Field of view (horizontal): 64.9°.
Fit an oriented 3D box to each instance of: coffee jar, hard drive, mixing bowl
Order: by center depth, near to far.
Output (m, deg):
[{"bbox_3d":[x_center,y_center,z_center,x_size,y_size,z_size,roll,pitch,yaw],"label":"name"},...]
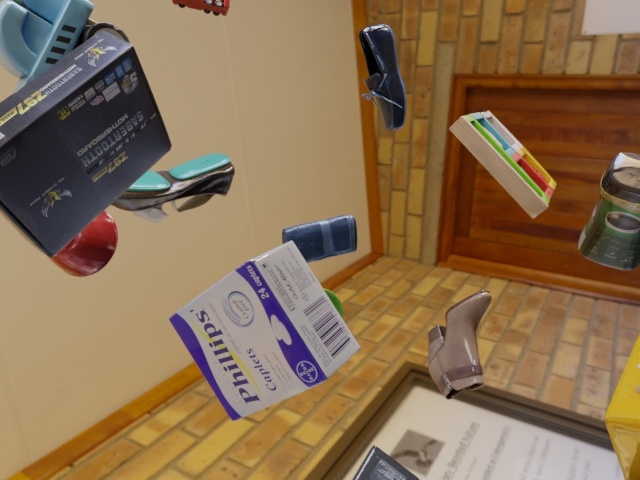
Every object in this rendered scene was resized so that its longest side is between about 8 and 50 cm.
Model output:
[{"bbox_3d":[0.455,-0.042,0.748,0.079,0.096,0.184,-53,-30,-28],"label":"coffee jar"},{"bbox_3d":[0.095,0.400,0.799,0.135,0.094,0.022,-31,-29,-58],"label":"hard drive"},{"bbox_3d":[-0.592,-0.010,1.200,0.098,0.182,0.181,50,-125,-74],"label":"mixing bowl"}]

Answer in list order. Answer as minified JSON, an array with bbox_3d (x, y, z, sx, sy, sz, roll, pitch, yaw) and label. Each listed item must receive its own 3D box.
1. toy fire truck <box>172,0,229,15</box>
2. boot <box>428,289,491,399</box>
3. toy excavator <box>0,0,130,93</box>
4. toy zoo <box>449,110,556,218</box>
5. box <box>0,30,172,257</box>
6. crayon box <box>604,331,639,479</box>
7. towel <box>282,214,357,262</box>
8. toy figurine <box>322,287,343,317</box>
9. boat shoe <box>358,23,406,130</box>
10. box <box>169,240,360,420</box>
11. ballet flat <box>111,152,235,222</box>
[{"bbox_3d":[-0.276,-0.649,1.282,0.192,0.047,0.135,4,-99,-20],"label":"toy fire truck"},{"bbox_3d":[0.165,0.122,0.570,0.118,0.042,0.086,-57,33,42],"label":"boot"},{"bbox_3d":[-0.674,-0.539,1.148,0.445,0.222,0.432,27,-95,-41],"label":"toy excavator"},{"bbox_3d":[0.334,-0.148,0.888,0.030,0.192,0.293,-44,-9,30],"label":"toy zoo"},{"bbox_3d":[-0.303,-0.115,0.626,0.232,0.059,0.183,-51,-18,-25],"label":"box"},{"bbox_3d":[0.392,0.124,0.432,0.323,0.203,0.083,-39,-69,-37],"label":"crayon box"},{"bbox_3d":[0.000,0.000,0.787,0.120,0.029,0.067,-12,-61,-16],"label":"towel"},{"bbox_3d":[-0.028,0.132,1.002,0.130,0.159,0.173,-44,-63,2],"label":"toy figurine"},{"bbox_3d":[0.142,-0.397,1.252,0.089,0.109,0.258,-13,-91,-24],"label":"boat shoe"},{"bbox_3d":[-0.057,0.090,0.491,0.126,0.137,0.072,57,-146,3],"label":"box"},{"bbox_3d":[-0.274,-0.085,0.897,0.281,0.095,0.096,-17,-51,-37],"label":"ballet flat"}]
